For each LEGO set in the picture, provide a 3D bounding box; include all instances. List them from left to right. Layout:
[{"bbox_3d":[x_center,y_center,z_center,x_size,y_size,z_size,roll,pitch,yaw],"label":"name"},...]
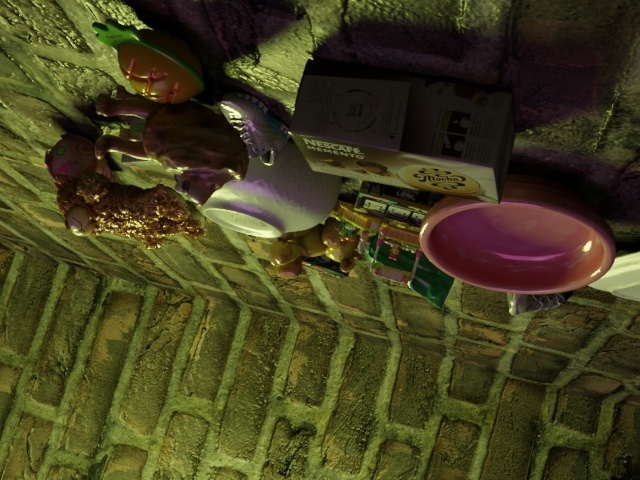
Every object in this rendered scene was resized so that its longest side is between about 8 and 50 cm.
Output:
[{"bbox_3d":[0.113,0.006,2.005,0.287,0.107,0.132,20,-170,22],"label":"LEGO set"}]

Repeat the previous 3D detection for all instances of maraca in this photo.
[{"bbox_3d":[-0.250,-0.266,1.473,0.185,0.099,0.127,34,158,-36],"label":"maraca"}]

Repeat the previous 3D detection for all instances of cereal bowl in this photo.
[{"bbox_3d":[-0.134,-0.098,1.943,0.339,0.141,0.339,16,167,4],"label":"cereal bowl"}]

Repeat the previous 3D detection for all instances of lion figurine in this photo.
[{"bbox_3d":[-0.230,-0.179,1.648,0.240,0.142,0.392,7,-161,-4],"label":"lion figurine"}]

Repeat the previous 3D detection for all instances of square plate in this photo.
[{"bbox_3d":[0.693,0.080,1.824,0.347,0.049,0.344,12,167,-16],"label":"square plate"}]

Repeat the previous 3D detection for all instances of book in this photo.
[{"bbox_3d":[-0.312,-0.186,1.874,0.035,0.096,0.144,27,162,-39],"label":"book"}]

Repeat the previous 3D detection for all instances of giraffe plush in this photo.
[{"bbox_3d":[0.000,0.000,2.171,0.170,0.181,0.210,4,173,15],"label":"giraffe plush"}]

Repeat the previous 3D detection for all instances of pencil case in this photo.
[{"bbox_3d":[-0.527,-0.141,2.246,0.124,0.124,0.284,15,167,4],"label":"pencil case"}]

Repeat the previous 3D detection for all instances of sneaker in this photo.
[{"bbox_3d":[-0.117,-0.184,1.692,0.071,0.083,0.190,8,164,37],"label":"sneaker"},{"bbox_3d":[0.469,0.099,2.149,0.115,0.105,0.281,-9,176,26],"label":"sneaker"}]

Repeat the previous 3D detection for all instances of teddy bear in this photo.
[{"bbox_3d":[-0.391,-0.053,2.023,0.338,0.113,0.245,10,165,8],"label":"teddy bear"}]

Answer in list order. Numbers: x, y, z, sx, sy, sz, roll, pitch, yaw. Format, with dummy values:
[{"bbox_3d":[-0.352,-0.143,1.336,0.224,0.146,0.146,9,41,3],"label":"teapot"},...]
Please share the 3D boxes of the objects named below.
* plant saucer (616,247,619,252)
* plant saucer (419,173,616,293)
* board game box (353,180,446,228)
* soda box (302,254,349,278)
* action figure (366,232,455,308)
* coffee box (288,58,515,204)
[{"bbox_3d":[0.395,0.004,1.952,0.259,0.048,0.258,22,166,-28],"label":"plant saucer"},{"bbox_3d":[0.340,-0.014,1.736,0.332,0.084,0.332,9,153,5],"label":"plant saucer"},{"bbox_3d":[0.155,-0.072,1.912,0.170,0.048,0.141,16,169,0],"label":"board game box"},{"bbox_3d":[-0.005,0.044,2.564,0.169,0.053,0.060,20,165,-21],"label":"soda box"},{"bbox_3d":[0.190,0.041,2.239,0.232,0.137,0.063,24,179,0],"label":"action figure"},{"bbox_3d":[0.122,-0.155,1.452,0.297,0.119,0.168,12,167,15],"label":"coffee box"}]
